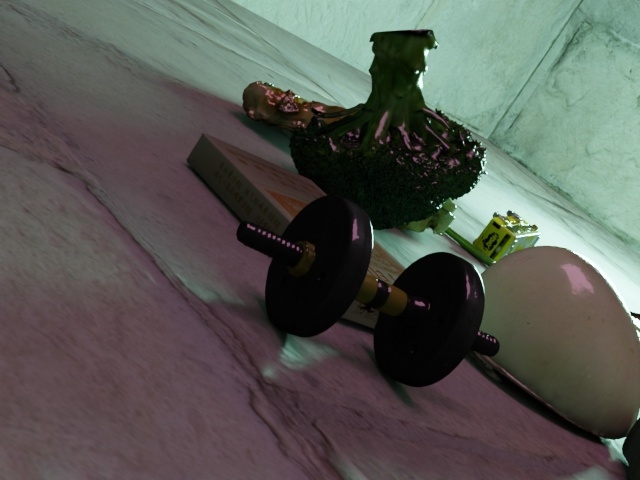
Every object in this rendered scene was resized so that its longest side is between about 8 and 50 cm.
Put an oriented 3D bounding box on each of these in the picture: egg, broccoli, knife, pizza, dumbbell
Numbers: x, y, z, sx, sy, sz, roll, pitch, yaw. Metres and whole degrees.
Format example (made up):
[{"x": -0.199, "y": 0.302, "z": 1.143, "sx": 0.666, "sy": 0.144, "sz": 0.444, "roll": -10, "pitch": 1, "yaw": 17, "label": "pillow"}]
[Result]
[{"x": 0.322, "y": 0.117, "z": 1.726, "sx": 0.286, "sy": 0.174, "sz": 0.264, "roll": 32, "pitch": 15, "yaw": -23, "label": "egg"}, {"x": 0.092, "y": -0.163, "z": 1.996, "sx": 0.297, "sy": 0.297, "sz": 0.297, "roll": 1, "pitch": 8, "yaw": 0, "label": "broccoli"}, {"x": 0.293, "y": 0.035, "z": 2.352, "sx": 0.212, "sy": 0.015, "sz": 0.054, "roll": 39, "pitch": 13, "yaw": 26, "label": "knife"}, {"x": 0.041, "y": -0.196, "z": 2.294, "sx": 0.391, "sy": 0.080, "sz": 0.435, "roll": 14, "pitch": 1, "yaw": -18, "label": "pizza"}, {"x": 0.053, "y": 0.052, "z": 1.341, "sx": 0.325, "sy": 0.143, "sz": 0.143, "roll": 26, "pitch": 14, "yaw": -29, "label": "dumbbell"}]

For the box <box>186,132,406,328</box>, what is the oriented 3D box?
[{"x": 0.001, "y": 0.000, "z": 1.634, "sx": 0.204, "sy": 0.051, "sz": 0.365, "roll": 22, "pitch": 16, "yaw": -44, "label": "box"}]

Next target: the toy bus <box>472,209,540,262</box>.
[{"x": 0.340, "y": -0.006, "z": 2.479, "sx": 0.074, "sy": 0.081, "sz": 0.226, "roll": 38, "pitch": 13, "yaw": 15, "label": "toy bus"}]

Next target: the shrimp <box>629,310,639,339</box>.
[{"x": 0.641, "y": 0.242, "z": 2.256, "sx": 0.445, "sy": 0.110, "sz": 0.221, "roll": 28, "pitch": 18, "yaw": -10, "label": "shrimp"}]

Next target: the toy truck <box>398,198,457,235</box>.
[{"x": 0.169, "y": -0.056, "z": 2.232, "sx": 0.116, "sy": 0.085, "sz": 0.191, "roll": 39, "pitch": 11, "yaw": 12, "label": "toy truck"}]

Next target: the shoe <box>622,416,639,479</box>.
[{"x": 0.408, "y": 0.261, "z": 1.596, "sx": 0.078, "sy": 0.079, "sz": 0.195, "roll": 26, "pitch": 8, "yaw": -1, "label": "shoe"}]
